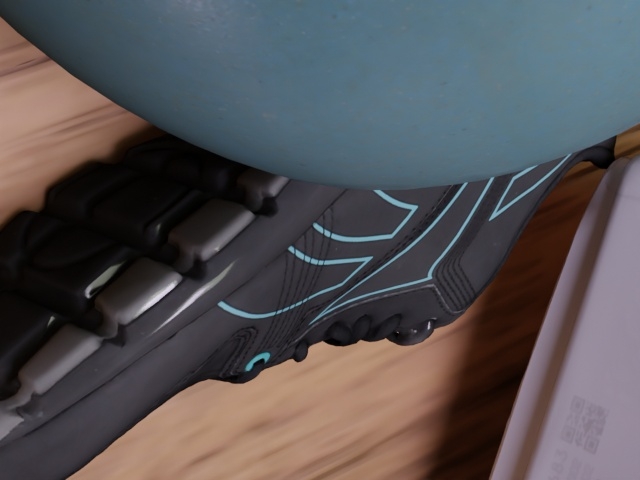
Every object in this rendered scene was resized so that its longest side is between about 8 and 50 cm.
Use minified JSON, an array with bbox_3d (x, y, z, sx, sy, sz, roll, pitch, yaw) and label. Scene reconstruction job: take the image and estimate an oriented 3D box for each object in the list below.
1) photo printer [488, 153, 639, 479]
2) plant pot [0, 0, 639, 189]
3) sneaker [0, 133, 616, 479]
[{"bbox_3d":[0.190,0.113,0.659,0.307,0.107,0.256,12,97,-45],"label":"photo printer"},{"bbox_3d":[0.008,-0.154,0.402,0.293,0.293,0.235,-42,133,-19],"label":"plant pot"},{"bbox_3d":[0.000,0.000,0.533,0.267,0.101,0.106,-40,121,-20],"label":"sneaker"}]
